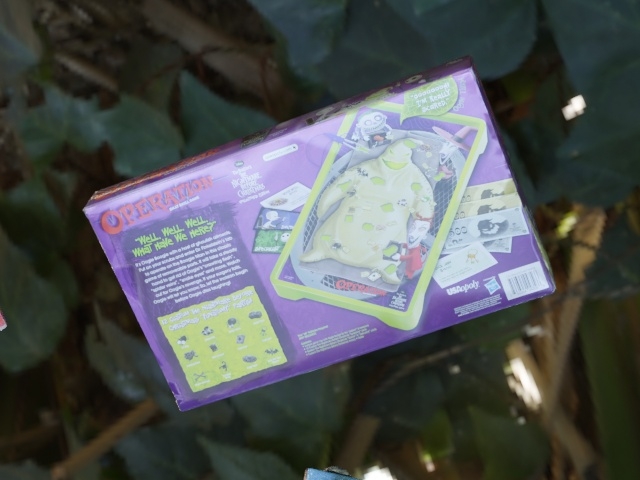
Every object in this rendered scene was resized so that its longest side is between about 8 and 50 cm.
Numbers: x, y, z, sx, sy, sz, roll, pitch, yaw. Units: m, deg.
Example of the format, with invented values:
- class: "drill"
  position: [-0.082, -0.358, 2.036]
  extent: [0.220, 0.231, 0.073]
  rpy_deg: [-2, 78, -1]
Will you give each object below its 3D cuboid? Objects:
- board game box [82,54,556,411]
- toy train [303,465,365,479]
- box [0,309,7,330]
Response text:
- class: "board game box"
  position: [0.000, 0.000, 1.261]
  extent: [0.347, 0.056, 0.208]
  rpy_deg: [-18, 113, 13]
- class: "toy train"
  position: [0.002, 0.280, 1.255]
  extent: [0.080, 0.184, 0.105]
  rpy_deg: [16, 168, -12]
- class: "box"
  position: [-0.409, 0.066, 1.116]
  extent: [0.300, 0.142, 0.154]
  rpy_deg: [-26, -174, -23]
